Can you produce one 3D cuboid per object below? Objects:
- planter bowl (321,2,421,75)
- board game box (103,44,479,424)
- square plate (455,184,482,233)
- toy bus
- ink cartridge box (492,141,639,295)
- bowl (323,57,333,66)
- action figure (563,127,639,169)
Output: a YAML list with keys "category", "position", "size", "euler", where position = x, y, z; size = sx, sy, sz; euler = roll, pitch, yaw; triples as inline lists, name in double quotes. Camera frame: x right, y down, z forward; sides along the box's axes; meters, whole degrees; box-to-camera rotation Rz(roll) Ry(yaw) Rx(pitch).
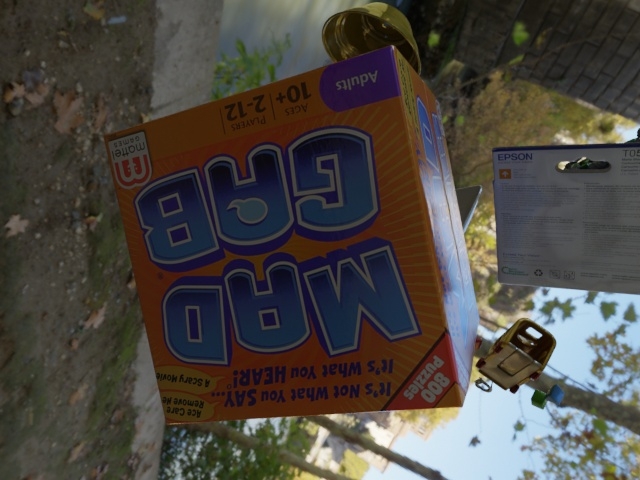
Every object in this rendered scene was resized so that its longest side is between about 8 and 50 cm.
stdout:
- category: "planter bowl"
  position: [0.118, -0.411, 1.049]
  size: [0.090, 0.217, 0.217]
  euler: [-63, 170, -16]
- category: "board game box"
  position: [0.000, 0.000, 0.711]
  size: [0.356, 0.356, 0.357]
  euler: [-16, 95, -70]
- category: "square plate"
  position: [0.173, 0.042, 1.153]
  size: [0.347, 0.049, 0.344]
  euler: [-9, -136, 51]
- category: "toy bus"
  position: [0.413, 0.245, 1.100]
  size: [0.104, 0.202, 0.191]
  euler: [-46, 119, -28]
- category: "ink cartridge box"
  position: [0.349, -0.033, 0.690]
  size: [0.045, 0.223, 0.224]
  euler: [-51, 137, -47]
- category: "bowl"
  position: [0.076, -0.425, 1.408]
  size: [0.053, 0.142, 0.142]
  euler: [-67, 163, -66]
- category: "action figure"
  position: [0.489, -0.128, 0.971]
  size: [0.232, 0.064, 0.137]
  euler: [-29, -170, 40]
